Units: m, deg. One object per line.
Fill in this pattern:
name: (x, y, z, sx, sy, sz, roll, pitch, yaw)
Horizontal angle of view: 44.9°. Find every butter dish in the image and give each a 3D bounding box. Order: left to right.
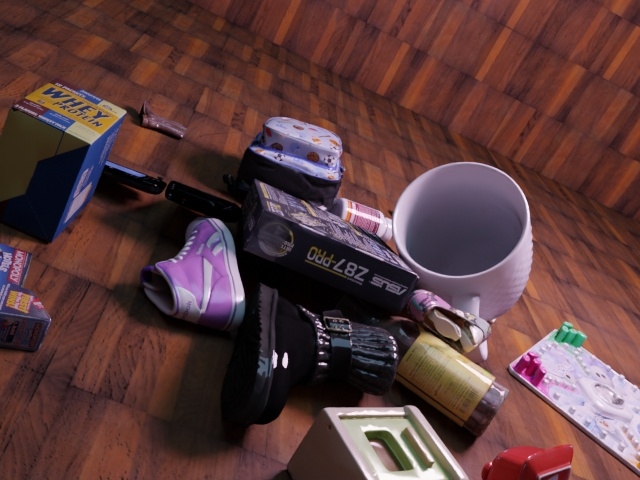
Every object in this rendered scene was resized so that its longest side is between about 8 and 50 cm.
butter dish: (0.307, 0.384, 1.214, 0.160, 0.159, 0.118, 4, 10, -45)

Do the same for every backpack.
backpack: (-0.066, -0.181, 1.858, 0.277, 0.213, 0.263, 23, 12, -6)

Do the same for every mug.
mug: (0.315, 0.076, 1.651, 0.328, 0.276, 0.374, 62, 27, -56)

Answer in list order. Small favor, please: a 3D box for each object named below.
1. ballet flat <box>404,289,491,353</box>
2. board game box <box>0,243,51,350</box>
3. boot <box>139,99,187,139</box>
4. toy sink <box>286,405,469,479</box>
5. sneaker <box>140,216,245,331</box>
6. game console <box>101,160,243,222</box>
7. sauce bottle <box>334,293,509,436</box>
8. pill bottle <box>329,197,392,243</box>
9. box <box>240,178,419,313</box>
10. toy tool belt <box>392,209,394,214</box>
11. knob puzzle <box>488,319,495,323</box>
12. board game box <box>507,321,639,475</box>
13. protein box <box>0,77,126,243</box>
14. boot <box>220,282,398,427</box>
ballet flat: (0.244, 0.161, 1.423, 0.222, 0.077, 0.079, 31, 19, -33)
board game box: (-0.463, 0.073, 1.051, 0.194, 0.060, 0.194, 21, 24, -20)
boot: (-0.390, -0.299, 1.925, 0.114, 0.037, 0.106, 14, 40, -24)
toy sink: (0.101, 0.325, 1.080, 0.234, 0.131, 0.152, 11, 30, -37)
sneaker: (-0.234, 0.036, 1.341, 0.161, 0.102, 0.282, 13, 28, -27)
game console: (-0.328, -0.110, 1.514, 0.362, 0.043, 0.213, 20, -2, -2)
sauce bottle: (0.175, 0.214, 1.417, 0.344, 0.111, 0.111, 36, 24, 15)
pill bottle: (0.100, -0.043, 1.893, 0.152, 0.086, 0.086, 18, 25, -23)
box: (0.000, 0.000, 1.563, 0.318, 0.097, 0.395, 25, 8, -13)
toy tool belt: (0.247, -0.076, 2.171, 0.083, 0.051, 0.052, 33, 24, 8)
knob puzzle: (0.382, 0.122, 1.947, 0.213, 0.030, 0.213, 24, 23, -11)
board game box: (0.654, 0.351, 1.758, 0.390, 0.050, 0.390, 39, 25, 22)
protein box: (-0.453, -0.141, 1.321, 0.136, 0.199, 0.201, 26, 23, -8)
boot: (-0.003, 0.200, 1.219, 0.260, 0.131, 0.348, 25, 23, -9)
